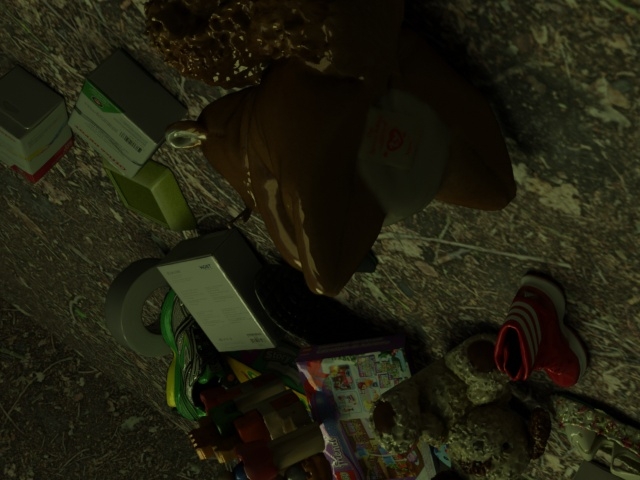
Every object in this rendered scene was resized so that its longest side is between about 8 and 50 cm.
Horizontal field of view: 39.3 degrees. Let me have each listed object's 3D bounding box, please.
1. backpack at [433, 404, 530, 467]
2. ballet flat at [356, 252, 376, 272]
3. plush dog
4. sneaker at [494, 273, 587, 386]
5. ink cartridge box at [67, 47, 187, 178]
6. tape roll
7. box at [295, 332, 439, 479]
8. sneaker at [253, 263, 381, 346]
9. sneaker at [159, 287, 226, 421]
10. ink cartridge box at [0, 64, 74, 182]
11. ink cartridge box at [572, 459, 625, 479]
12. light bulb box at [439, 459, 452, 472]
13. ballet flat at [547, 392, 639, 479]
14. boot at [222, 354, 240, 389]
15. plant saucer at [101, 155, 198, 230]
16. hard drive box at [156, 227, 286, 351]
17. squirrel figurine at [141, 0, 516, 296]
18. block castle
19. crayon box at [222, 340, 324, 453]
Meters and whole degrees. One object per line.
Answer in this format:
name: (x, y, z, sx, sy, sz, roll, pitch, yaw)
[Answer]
backpack: (0.298, 0.350, 1.576, 0.158, 0.117, 0.173, 39, 153, -2)
ballet flat: (0.000, 0.000, 1.432, 0.203, 0.074, 0.074, 44, 155, -13)
plush dog: (0.241, 0.295, 1.447, 0.225, 0.262, 0.210, 57, -169, 12)
sneaker: (0.291, 0.159, 1.232, 0.087, 0.128, 0.221, 13, 144, 45)
ink cartridge box: (-0.328, -0.207, 1.503, 0.153, 0.087, 0.208, 43, 155, -10)
tape roll: (-0.379, 0.151, 2.037, 0.072, 0.219, 0.219, 14, 146, 44)
box: (0.090, 0.318, 1.639, 0.201, 0.057, 0.293, -10, 112, 15)
sneaker: (-0.019, 0.161, 1.702, 0.283, 0.107, 0.124, 39, 161, -2)
sneaker: (-0.265, 0.241, 2.012, 0.146, 0.134, 0.343, 7, 104, 47)
ink cartridge box: (-0.584, -0.228, 1.770, 0.128, 0.127, 0.176, 36, 156, 8)
ink cartridge box: (0.460, 0.554, 1.572, 0.131, 0.226, 0.306, 24, 151, 26)
light bulb box: (0.219, 0.657, 1.911, 0.358, 0.225, 0.361, 37, 123, 3)
ballet flat: (0.441, 0.309, 1.351, 0.241, 0.077, 0.091, 23, 152, 32)
boot: (-0.296, 0.351, 2.438, 0.244, 0.088, 0.176, 46, 157, -24)
plant saucer: (-0.349, -0.097, 1.773, 0.188, 0.045, 0.188, 25, 153, 28)
hard drive box: (-0.184, 0.103, 1.764, 0.181, 0.089, 0.232, -10, 121, 43)
squirrel figurine: (-0.033, -0.166, 1.037, 0.370, 0.281, 0.396, 20, 138, 56)
block castle: (-0.114, 0.457, 1.759, 0.453, 0.213, 0.302, -161, 51, -72)
crayon box: (-0.022, 0.378, 2.074, 0.363, 0.106, 0.313, 21, 150, 34)
